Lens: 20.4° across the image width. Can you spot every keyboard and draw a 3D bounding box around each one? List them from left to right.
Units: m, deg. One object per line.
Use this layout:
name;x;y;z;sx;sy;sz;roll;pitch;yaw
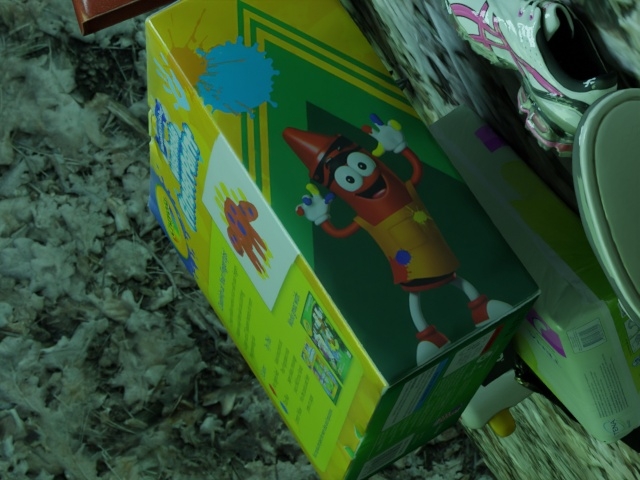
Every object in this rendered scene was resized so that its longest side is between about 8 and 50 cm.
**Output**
keyboard;0.249;0.140;1.942;0.317;0.033;0.201;35;-167;-28

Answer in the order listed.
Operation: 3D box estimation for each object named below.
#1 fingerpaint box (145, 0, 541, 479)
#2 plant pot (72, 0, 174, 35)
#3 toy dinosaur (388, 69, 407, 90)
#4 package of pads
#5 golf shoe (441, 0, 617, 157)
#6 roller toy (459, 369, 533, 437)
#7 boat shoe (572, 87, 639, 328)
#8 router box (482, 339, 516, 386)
fingerpaint box;0.000;0.000;1.629;0.371;0.163;0.445;56;165;14
plant pot;-0.176;-0.382;1.908;0.267;0.267;0.236;-158;46;-82
toy dinosaur;-0.044;-0.181;2.009;0.322;0.218;0.164;-47;55;44
package of pads;0.212;0.037;1.740;0.296;0.101;0.229;52;174;40
golf shoe;0.155;-0.153;1.279;0.186;0.067;0.086;55;147;24
roller toy;0.202;0.156;2.438;0.191;0.146;0.209;52;175;44
boat shoe;0.257;0.038;1.205;0.335;0.112;0.095;53;172;-18
router box;0.131;0.051;1.746;0.133;0.046;0.179;53;173;29
